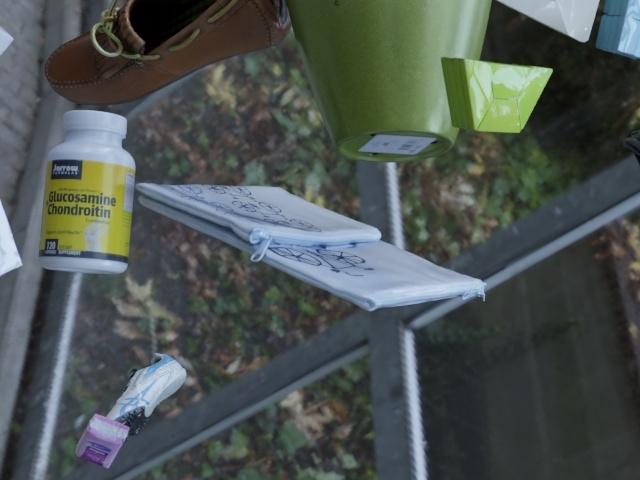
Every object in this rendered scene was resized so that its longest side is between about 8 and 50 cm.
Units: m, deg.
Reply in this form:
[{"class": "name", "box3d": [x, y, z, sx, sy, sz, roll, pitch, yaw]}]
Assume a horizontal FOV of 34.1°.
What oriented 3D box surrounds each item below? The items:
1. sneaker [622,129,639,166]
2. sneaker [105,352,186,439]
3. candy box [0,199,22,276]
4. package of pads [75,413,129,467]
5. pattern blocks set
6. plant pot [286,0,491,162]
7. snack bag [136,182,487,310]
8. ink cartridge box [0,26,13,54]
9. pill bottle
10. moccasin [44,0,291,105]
[{"class": "sneaker", "box3d": [0.464, -0.151, 1.297, 0.130, 0.227, 0.087, 18, 4, -18]}, {"class": "sneaker", "box3d": [-0.340, 0.290, 1.926, 0.086, 0.085, 0.237, 29, 34, 12]}, {"class": "candy box", "box3d": [-0.625, -0.016, 1.790, 0.070, 0.196, 0.165, -35, 115, -52]}, {"class": "package of pads", "box3d": [-0.278, 0.254, 1.323, 0.050, 0.083, 0.032, 26, 49, -8]}, {"class": "pattern blocks set", "box3d": [0.119, -0.199, 0.570, 0.325, 0.026, 0.285, -13, 114, -43]}, {"class": "plant pot", "box3d": [0.082, -0.249, 1.209, 0.275, 0.275, 0.293, 13, 71, -52]}, {"class": "snack bag", "box3d": [0.000, 0.000, 1.253, 0.342, 0.037, 0.323, 25, 12, 28]}, {"class": "ink cartridge box", "box3d": [-0.651, -0.391, 1.822, 0.139, 0.082, 0.191, 42, 5, 14]}, {"class": "pill bottle", "box3d": [-0.272, -0.055, 1.223, 0.103, 0.103, 0.184, 11, 81, -54]}, {"class": "moccasin", "box3d": [-0.225, -0.278, 1.389, 0.147, 0.380, 0.139, 38, 52, -49]}]
